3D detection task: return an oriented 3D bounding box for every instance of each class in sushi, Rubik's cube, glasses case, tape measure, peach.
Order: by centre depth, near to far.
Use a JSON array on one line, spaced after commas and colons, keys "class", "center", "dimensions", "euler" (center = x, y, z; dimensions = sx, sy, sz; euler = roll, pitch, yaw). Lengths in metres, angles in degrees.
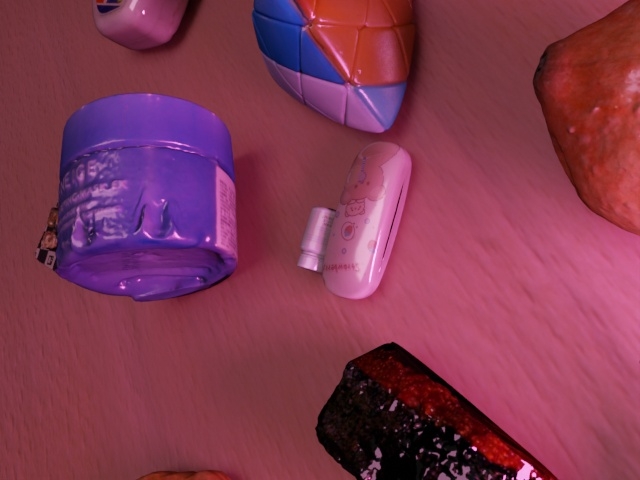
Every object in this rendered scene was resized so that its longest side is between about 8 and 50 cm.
[{"class": "peach", "center": [0.285, -0.107, 0.449], "dimensions": [0.233, 0.233, 0.232], "euler": [-13, 67, 34]}, {"class": "sushi", "center": [0.101, 0.203, 0.536], "dimensions": [0.126, 0.136, 0.225], "euler": [-53, 46, 0]}, {"class": "glasses case", "center": [0.058, -0.026, 0.701], "dimensions": [0.081, 0.051, 0.204], "euler": [9, 81, 37]}, {"class": "Rubik's cube", "center": [0.017, -0.290, 0.773], "dimensions": [0.255, 0.254, 0.254], "euler": [-13, 67, 34]}, {"class": "tape measure", "center": [-0.358, -0.525, 1.149], "dimensions": [0.258, 0.130, 0.265], "euler": [25, 96, 43]}, {"class": "sushi", "center": [-0.544, -0.040, 1.177], "dimensions": [0.193, 0.040, 0.210], "euler": [19, 86, 40]}]

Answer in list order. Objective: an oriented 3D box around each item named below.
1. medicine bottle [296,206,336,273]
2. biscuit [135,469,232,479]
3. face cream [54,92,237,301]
[{"class": "medicine bottle", "center": [0.000, 0.000, 0.739], "dimensions": [0.047, 0.047, 0.083], "euler": [12, 83, 40]}, {"class": "biscuit", "center": [-0.208, 0.466, 0.732], "dimensions": [0.351, 0.057, 0.312], "euler": [-42, 54, 21]}, {"class": "face cream", "center": [-0.245, -0.051, 0.815], "dimensions": [0.249, 0.249, 0.225], "euler": [-22, 64, 30]}]
